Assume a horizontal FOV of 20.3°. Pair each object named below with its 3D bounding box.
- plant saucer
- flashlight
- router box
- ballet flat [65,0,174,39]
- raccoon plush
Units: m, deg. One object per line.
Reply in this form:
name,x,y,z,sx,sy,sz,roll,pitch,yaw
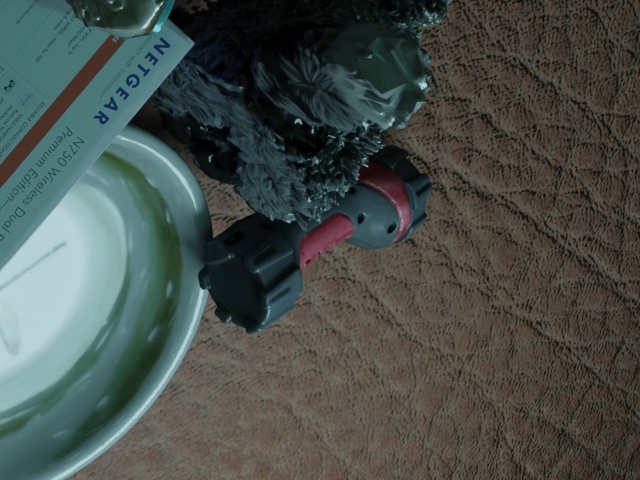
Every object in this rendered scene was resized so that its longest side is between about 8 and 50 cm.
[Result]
plant saucer,-0.283,0.052,1.591,0.400,0.100,0.400,-25,134,-29
flashlight,0.000,0.000,1.746,0.304,0.103,0.103,-38,148,-52
router box,-0.317,-0.124,1.347,0.301,0.082,0.335,42,87,-24
ballet flat,-0.167,-0.336,1.281,0.147,0.147,0.409,30,56,-50
raccoon plush,0.052,-0.175,1.511,0.299,0.446,0.216,-46,118,-21
